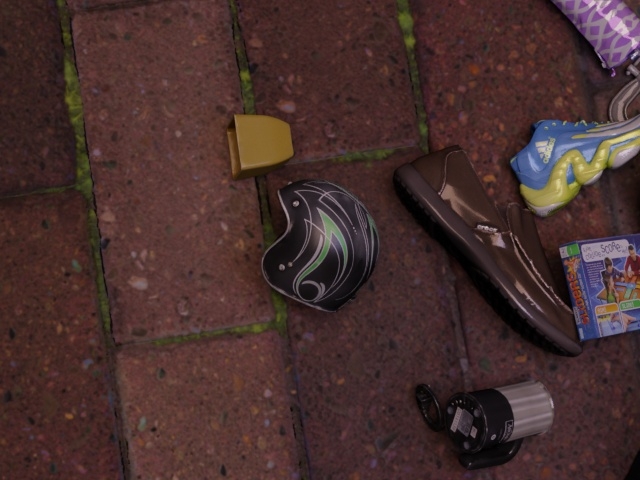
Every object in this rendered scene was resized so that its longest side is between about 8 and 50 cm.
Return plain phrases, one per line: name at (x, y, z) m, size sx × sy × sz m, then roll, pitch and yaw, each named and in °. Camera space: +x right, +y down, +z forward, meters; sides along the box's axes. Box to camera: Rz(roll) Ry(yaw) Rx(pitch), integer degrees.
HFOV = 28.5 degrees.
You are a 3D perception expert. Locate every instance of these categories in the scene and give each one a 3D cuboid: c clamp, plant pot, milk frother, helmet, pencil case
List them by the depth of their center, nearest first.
helmet at (0.000, 0.000, 1.749) m, size 0.169 × 0.169 × 0.162 m, roll 28°, pitch 98°, yaw 2°
milk frother at (0.224, 0.235, 1.763) m, size 0.134 × 0.129 × 0.143 m, roll -5°, pitch 48°, yaw -37°
plant pot at (-0.084, -0.136, 1.806) m, size 0.083 × 0.081 × 0.082 m, roll -6°, pitch 82°, yaw -13°
pencil case at (0.395, -0.341, 1.852) m, size 0.088 × 0.086 × 0.206 m, roll -43°, pitch 84°, yaw 21°
c clamp at (0.502, -0.195, 1.863) m, size 0.137 × 0.022 × 0.161 m, roll -43°, pitch 87°, yaw -6°

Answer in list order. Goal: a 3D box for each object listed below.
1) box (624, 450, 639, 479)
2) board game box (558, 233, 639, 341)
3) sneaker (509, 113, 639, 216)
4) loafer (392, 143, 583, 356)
box at (0.512, 0.401, 1.648) m, size 0.212 × 0.293 × 0.396 m, roll 29°, pitch 83°, yaw 1°
board game box at (0.424, 0.061, 1.764) m, size 0.201 × 0.035 × 0.136 m, roll -5°, pitch 81°, yaw -40°
sneaker at (0.378, -0.145, 1.816) m, size 0.240 × 0.091 × 0.126 m, roll -35°, pitch 84°, yaw -4°
loafer at (0.261, 0.006, 1.770) m, size 0.130 × 0.134 × 0.366 m, roll -40°, pitch 86°, yaw -6°
